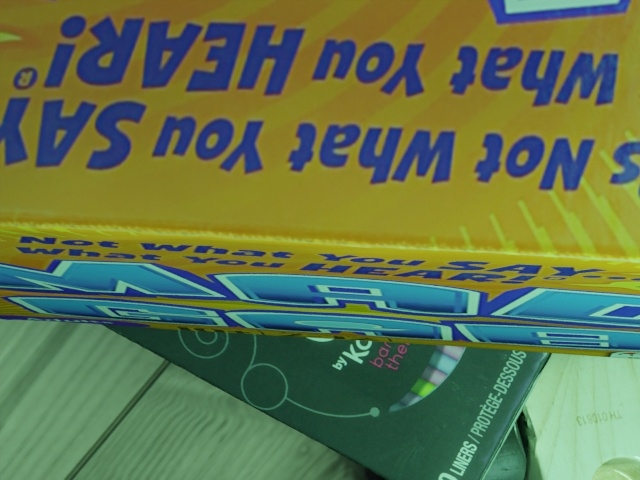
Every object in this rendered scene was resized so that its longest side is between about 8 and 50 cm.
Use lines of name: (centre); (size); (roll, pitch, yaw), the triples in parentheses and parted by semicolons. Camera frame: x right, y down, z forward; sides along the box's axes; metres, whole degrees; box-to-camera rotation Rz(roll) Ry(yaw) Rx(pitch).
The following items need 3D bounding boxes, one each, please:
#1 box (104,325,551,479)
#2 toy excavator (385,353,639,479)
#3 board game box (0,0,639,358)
box: (0.000, 0.000, 0.893); (0.270, 0.143, 0.165); (27, 101, 7)
toy excavator: (0.146, 0.296, 1.167); (0.222, 0.445, 0.433); (-11, 74, -22)
board game box: (0.019, -0.149, 0.632); (0.356, 0.356, 0.356); (3, 82, 5)
